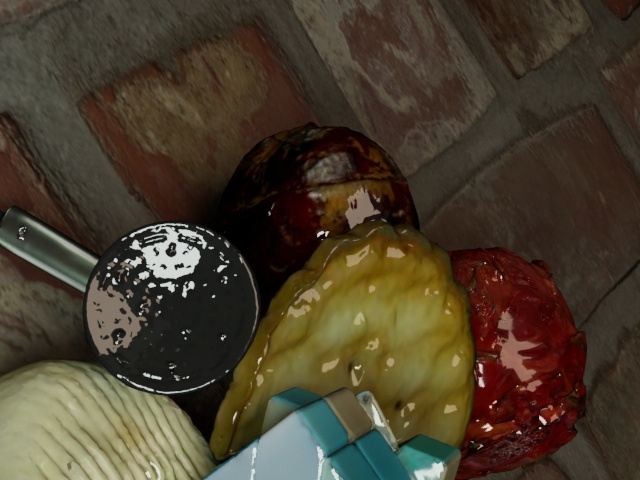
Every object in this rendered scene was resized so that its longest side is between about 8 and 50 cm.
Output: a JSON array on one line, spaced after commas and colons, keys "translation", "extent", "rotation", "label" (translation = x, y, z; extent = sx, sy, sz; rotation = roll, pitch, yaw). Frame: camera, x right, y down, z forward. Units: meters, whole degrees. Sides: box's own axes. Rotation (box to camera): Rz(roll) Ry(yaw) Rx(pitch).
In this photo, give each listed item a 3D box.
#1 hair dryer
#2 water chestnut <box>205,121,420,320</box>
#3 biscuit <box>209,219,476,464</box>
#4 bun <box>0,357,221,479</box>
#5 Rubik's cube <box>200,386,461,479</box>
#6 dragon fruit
[{"translation": [-0.226, 0.057, 1.111], "extent": [0.284, 0.320, 0.155], "rotation": [17, 80, -12], "label": "hair dryer"}, {"translation": [0.000, 0.000, 1.327], "extent": [0.244, 0.289, 0.289], "rotation": [33, 50, -32], "label": "water chestnut"}, {"translation": [0.046, 0.154, 1.180], "extent": [0.329, 0.078, 0.335], "rotation": [-47, 123, -17], "label": "biscuit"}, {"translation": [-0.216, 0.293, 1.010], "extent": [0.361, 0.213, 0.361], "rotation": [45, 25, -28], "label": "bun"}, {"translation": [0.017, 0.255, 0.988], "extent": [0.265, 0.224, 0.213], "rotation": [56, 19, 11], "label": "Rubik's cube"}, {"translation": [0.199, 0.155, 1.424], "extent": [0.296, 0.296, 0.301], "rotation": [4, 75, -43], "label": "dragon fruit"}]
